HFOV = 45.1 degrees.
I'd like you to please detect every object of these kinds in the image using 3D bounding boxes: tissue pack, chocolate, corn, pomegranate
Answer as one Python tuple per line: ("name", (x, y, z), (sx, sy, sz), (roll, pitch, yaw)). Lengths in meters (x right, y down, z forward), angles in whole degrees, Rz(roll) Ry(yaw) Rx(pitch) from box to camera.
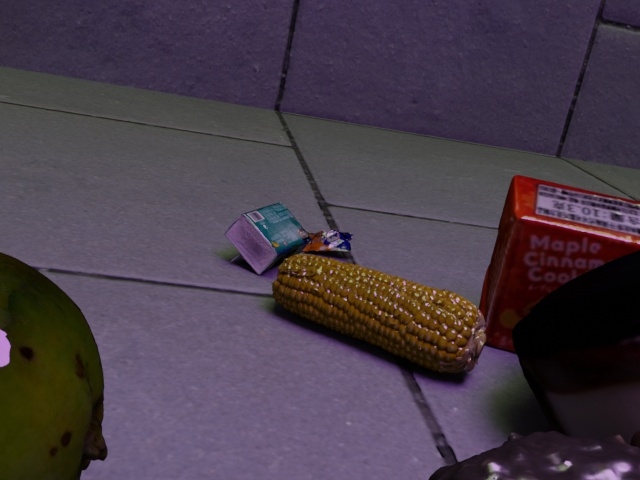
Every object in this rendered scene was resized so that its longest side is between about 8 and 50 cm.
("tissue pack", (-0.085, 0.002, 1.176), (0.085, 0.079, 0.111), (49, 28, 9))
("chocolate", (0.341, 0.056, 1.021), (0.238, 0.234, 0.108), (15, 30, 11))
("corn", (0.069, 0.082, 0.975), (0.293, 0.106, 0.106), (20, 20, 23))
("chocolate", (0.359, 0.125, 0.810), (0.284, 0.186, 0.283), (-29, 3, 1))
("pomegranate", (-0.294, 0.116, 0.509), (0.302, 0.235, 0.236), (0, 18, 4))

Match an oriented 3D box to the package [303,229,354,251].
("package", (0.000, 0.001, 1.286), (0.111, 0.033, 0.077), (1, 40, 12))

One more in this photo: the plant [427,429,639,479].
("plant", (0.184, 0.215, 0.516), (0.234, 0.204, 0.178), (-9, 35, -23))
